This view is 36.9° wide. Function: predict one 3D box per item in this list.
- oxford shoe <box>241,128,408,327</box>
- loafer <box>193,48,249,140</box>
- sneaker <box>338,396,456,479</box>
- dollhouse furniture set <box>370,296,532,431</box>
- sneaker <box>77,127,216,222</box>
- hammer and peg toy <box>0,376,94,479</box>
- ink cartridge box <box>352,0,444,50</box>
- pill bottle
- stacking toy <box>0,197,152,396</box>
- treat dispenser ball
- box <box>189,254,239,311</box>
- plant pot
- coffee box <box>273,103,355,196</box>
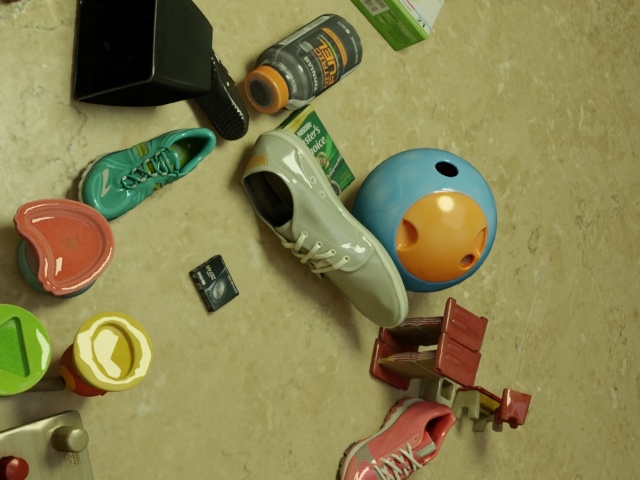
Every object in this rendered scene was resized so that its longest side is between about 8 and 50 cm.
[{"bbox_3d":[0.000,0.000,1.804,0.449,0.169,0.130,54,49,-13],"label":"oxford shoe"},{"bbox_3d":[-0.200,-0.284,1.741,0.220,0.080,0.078,63,17,-13],"label":"loafer"},{"bbox_3d":[0.154,0.416,1.889,0.314,0.136,0.116,-44,111,-37],"label":"sneaker"},{"bbox_3d":[0.304,0.269,2.005,0.374,0.201,0.152,32,63,-33],"label":"dollhouse furniture set"},{"bbox_3d":[-0.288,-0.122,1.599,0.275,0.110,0.107,-40,110,-38],"label":"sneaker"},{"bbox_3d":[-0.439,0.342,1.371,0.266,0.127,0.361,-12,91,-43],"label":"hammer and peg toy"},{"bbox_3d":[0.186,-0.580,2.114,0.189,0.097,0.255,43,58,-29],"label":"ink cartridge box"},{"bbox_3d":[-0.037,-0.333,1.848,0.246,0.130,0.130,-41,110,-38],"label":"pill bottle"},{"bbox_3d":[-0.427,0.106,1.437,0.280,0.130,0.308,-9,75,-34],"label":"stacking toy"},{"bbox_3d":[0.206,-0.039,1.910,0.288,0.288,0.288,8,77,-41],"label":"treat dispenser ball"},{"bbox_3d":[-0.189,0.076,1.716,0.067,0.018,0.083,-34,106,-41],"label":"box"},{"bbox_3d":[-0.281,-0.314,1.599,0.167,0.187,0.188,16,71,-52],"label":"plant pot"},{"bbox_3d":[-0.015,-0.164,1.898,0.113,0.040,0.184,-45,113,-37],"label":"coffee box"}]
